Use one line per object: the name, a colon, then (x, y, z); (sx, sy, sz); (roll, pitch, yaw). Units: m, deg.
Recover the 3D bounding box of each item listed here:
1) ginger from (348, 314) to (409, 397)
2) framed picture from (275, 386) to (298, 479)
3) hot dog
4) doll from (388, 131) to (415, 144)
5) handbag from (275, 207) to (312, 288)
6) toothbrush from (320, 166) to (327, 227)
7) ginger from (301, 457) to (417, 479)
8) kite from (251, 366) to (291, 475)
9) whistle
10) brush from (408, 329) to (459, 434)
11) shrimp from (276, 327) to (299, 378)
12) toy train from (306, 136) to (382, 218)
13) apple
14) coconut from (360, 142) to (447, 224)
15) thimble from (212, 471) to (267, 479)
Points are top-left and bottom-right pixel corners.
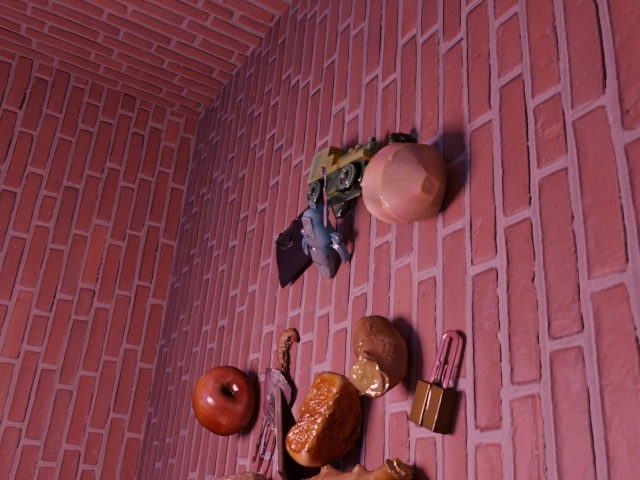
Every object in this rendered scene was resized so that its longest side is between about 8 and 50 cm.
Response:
ginger: (0.148, 0.288, 1.597); (0.267, 0.152, 0.138); (-88, -1, -62)
framed picture: (-0.095, 0.596, 1.805); (0.324, 0.020, 0.241); (80, -176, -56)
hot dog: (0.023, 0.498, 1.691); (0.150, 0.153, 0.257); (9, 66, 51)
doll: (0.221, -0.265, 1.833); (0.113, 0.076, 0.078); (-57, 40, 30)
handbag: (-0.089, 0.023, 2.244); (0.254, 0.088, 0.211); (-46, 43, 40)
toothbrush: (0.013, -0.135, 1.908); (0.013, 0.019, 0.193); (-16, 75, 56)
ginger: (0.078, 0.660, 1.498); (0.375, 0.166, 0.236); (-37, 39, 49)
kite: (-0.177, 0.621, 2.127); (0.204, 0.022, 0.361); (25, 102, 58)
whistle: (0.000, 0.000, 1.984); (0.186, 0.093, 0.274); (14, 126, 41)
brush: (0.275, 0.321, 1.436); (0.103, 0.047, 0.234); (6, 80, 62)
shrimp: (-0.109, 0.386, 2.144); (0.124, 0.034, 0.178); (-42, 38, 35)
toy train: (0.088, -0.217, 1.994); (0.369, 0.150, 0.237); (-20, 52, 56)
apple: (-0.358, 0.596, 2.286); (0.253, 0.253, 0.254); (-39, 43, 48)
coconut: (0.224, -0.152, 1.636); (0.237, 0.197, 0.237); (-47, 32, 41)
thimble: (-0.272, 0.858, 2.015); (0.229, 0.196, 0.148); (-23, 53, 19)
